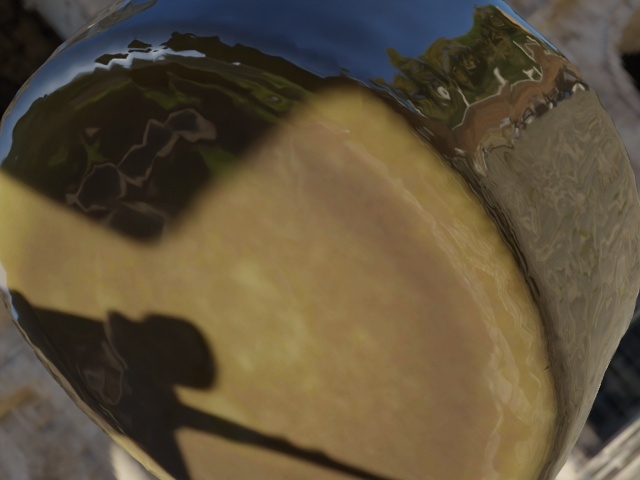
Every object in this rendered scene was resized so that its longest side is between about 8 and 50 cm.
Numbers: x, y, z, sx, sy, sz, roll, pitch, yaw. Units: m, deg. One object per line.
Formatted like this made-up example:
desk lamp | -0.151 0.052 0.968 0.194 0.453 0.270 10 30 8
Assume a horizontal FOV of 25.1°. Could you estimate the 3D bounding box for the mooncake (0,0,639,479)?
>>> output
mooncake | 0.000 0.000 0.652 0.155 0.284 0.284 -51 -1 -44
